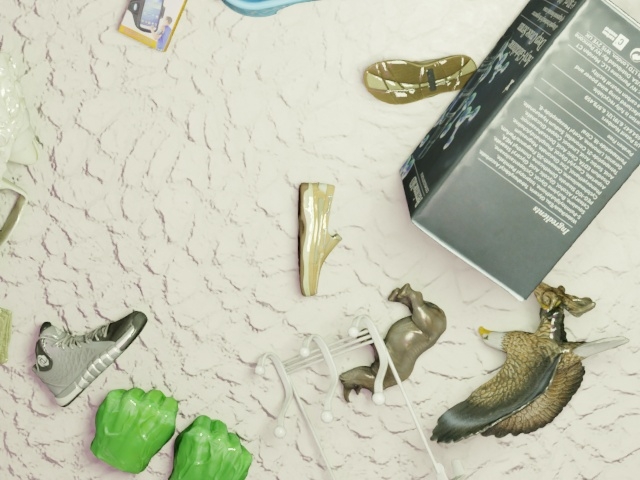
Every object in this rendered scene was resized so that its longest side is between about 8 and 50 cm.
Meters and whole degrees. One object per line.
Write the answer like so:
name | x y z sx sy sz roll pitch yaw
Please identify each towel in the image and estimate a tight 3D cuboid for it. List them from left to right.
towel | -0.609 0.154 2.010 0.148 0.027 0.110 13 105 2

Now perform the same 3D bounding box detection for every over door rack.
over door rack | 0.054 0.301 1.891 0.239 0.108 0.324 -25 100 38

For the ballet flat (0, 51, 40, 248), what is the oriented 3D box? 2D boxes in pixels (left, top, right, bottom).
ballet flat | -0.538 -0.114 1.905 0.147 0.147 0.409 22 107 1

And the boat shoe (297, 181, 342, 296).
boat shoe | 0.000 0.000 1.893 0.072 0.068 0.190 0 103 -6

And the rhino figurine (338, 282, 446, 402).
rhino figurine | 0.114 0.184 1.917 0.106 0.073 0.243 34 109 -8

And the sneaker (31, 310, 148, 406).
sneaker | -0.408 0.170 1.965 0.132 0.086 0.229 45 104 -3

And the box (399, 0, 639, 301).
box | 0.319 -0.160 1.691 0.212 0.293 0.395 34 104 -10

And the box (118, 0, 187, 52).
box | -0.259 -0.379 1.848 0.081 0.028 0.136 25 106 0

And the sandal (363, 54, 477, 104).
sandal | 0.156 -0.258 1.826 0.180 0.049 0.072 -10 108 -7

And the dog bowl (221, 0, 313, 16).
dog bowl | -0.037 -0.440 1.787 0.297 0.074 0.166 -10 102 8

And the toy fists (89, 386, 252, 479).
toy fists | -0.251 0.343 1.985 0.279 0.096 0.142 27 114 -2

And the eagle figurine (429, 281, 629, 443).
eagle figurine | 0.323 0.209 1.848 0.226 0.225 0.298 20 94 -14
